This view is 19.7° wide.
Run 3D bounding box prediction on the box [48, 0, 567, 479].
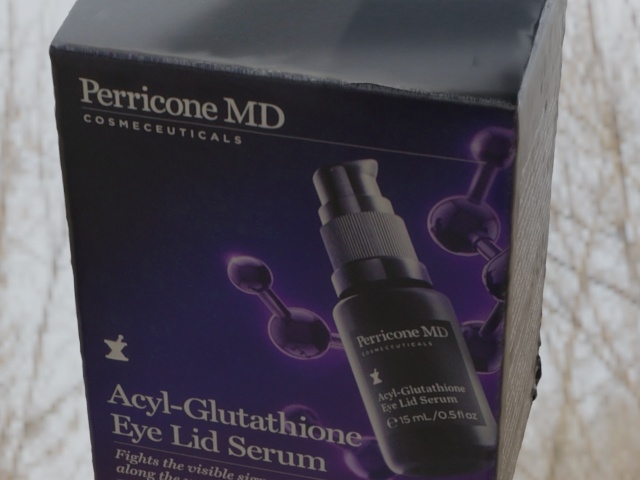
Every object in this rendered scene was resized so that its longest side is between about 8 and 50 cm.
[{"bbox_3d":[0.000,0.000,0.647,0.153,0.108,0.207,7,-53,13],"label":"box"}]
